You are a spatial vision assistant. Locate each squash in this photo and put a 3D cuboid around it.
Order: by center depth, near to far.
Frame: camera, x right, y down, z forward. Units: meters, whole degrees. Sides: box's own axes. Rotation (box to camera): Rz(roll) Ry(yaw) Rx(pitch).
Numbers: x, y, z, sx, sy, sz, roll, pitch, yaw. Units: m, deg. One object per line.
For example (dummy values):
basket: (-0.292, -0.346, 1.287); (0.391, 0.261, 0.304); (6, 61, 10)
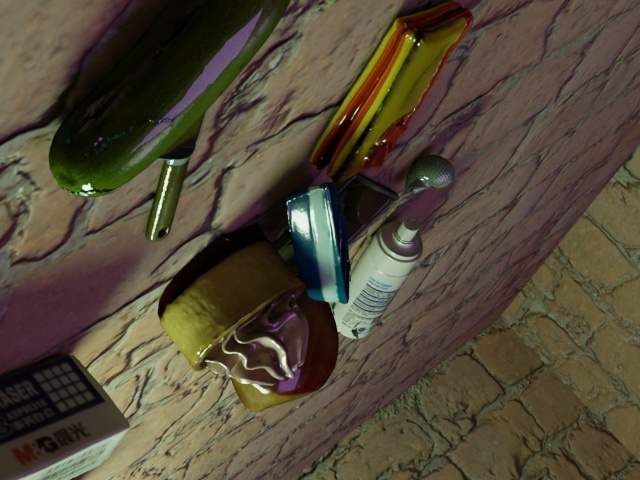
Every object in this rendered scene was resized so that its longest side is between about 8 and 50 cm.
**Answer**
squash: (-0.102, -0.158, 0.900); (0.331, 0.087, 0.087); (-47, 164, 9)

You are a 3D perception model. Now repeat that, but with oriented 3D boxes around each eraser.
eraser: (-0.350, 0.223, 1.217); (0.081, 0.124, 0.279); (-52, 162, 29)

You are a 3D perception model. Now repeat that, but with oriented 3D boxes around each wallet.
wallet: (0.093, -0.178, 1.351); (0.141, 0.067, 0.241); (-29, 159, -46)

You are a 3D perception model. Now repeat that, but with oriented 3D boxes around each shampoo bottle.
shampoo bottle: (0.104, 0.059, 1.956); (0.092, 0.092, 0.303); (-31, 160, -37)

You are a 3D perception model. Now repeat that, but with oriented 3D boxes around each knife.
knife: (-0.141, -0.092, 1.080); (0.061, 0.027, 0.343); (-27, 158, -33)

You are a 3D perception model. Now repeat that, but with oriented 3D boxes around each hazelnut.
hazelnut: (-0.062, 0.153, 1.676); (0.181, 0.180, 0.212); (-18, 171, -11)

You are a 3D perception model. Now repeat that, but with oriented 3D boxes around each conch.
conch: (0.167, -0.104, 1.747); (0.085, 0.056, 0.076); (-13, 173, -23)

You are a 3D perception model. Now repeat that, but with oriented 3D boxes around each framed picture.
framed picture: (0.018, -0.020, 1.672); (0.192, 0.018, 0.265); (-45, 165, 8)

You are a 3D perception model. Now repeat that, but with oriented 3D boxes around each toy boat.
toy boat: (0.000, 0.000, 1.456); (0.062, 0.096, 0.299); (0, 154, 6)

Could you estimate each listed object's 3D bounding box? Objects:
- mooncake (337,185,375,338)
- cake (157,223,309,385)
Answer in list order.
mooncake: (0.051, 0.052, 1.665); (0.150, 0.057, 0.346); (-32, 145, -49)
cake: (-0.094, 0.107, 1.448); (0.185, 0.178, 0.207); (-34, 159, -25)
